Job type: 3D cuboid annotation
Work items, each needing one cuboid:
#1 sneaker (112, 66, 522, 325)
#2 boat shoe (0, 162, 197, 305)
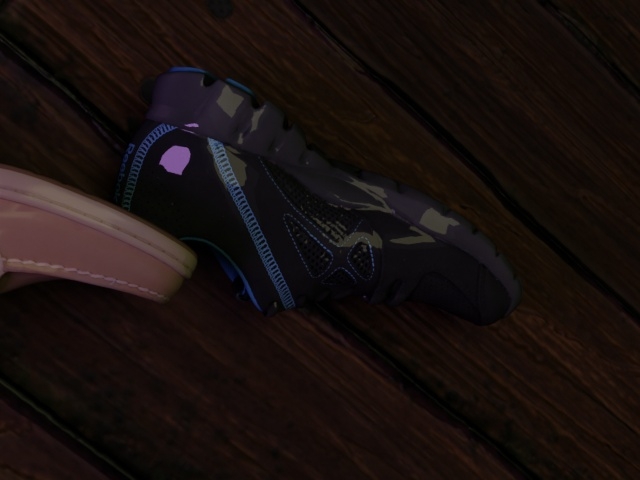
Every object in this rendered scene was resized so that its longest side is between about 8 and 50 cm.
[{"bbox_3d":[0.000,0.000,0.929,0.341,0.125,0.139,27,88,-21],"label":"sneaker"},{"bbox_3d":[-0.250,0.002,0.762,0.341,0.121,0.110,14,82,-12],"label":"boat shoe"}]
